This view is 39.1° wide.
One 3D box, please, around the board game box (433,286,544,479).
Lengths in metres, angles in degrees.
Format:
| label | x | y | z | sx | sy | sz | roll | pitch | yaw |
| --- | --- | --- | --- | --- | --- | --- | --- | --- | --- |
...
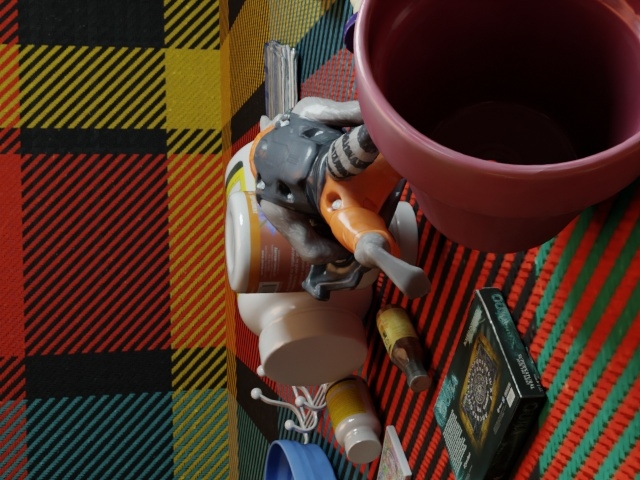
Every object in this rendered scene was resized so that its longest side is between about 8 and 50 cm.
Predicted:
| label | x | y | z | sx | sy | sz | roll | pitch | yaw |
| --- | --- | --- | --- | --- | --- | --- | --- | --- | --- |
| board game box | 0.152 | 0.152 | 0.842 | 0.126 | 0.026 | 0.186 | -104 | 17 | -45 |

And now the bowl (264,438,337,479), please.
| label | x | y | z | sx | sy | sz | roll | pitch | yaw |
| --- | --- | --- | --- | --- | --- | --- | --- | --- | --- |
| bowl | -0.023 | 0.533 | 1.520 | 0.391 | 0.077 | 0.391 | 178 | 90 | -76 |

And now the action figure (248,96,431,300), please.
| label | x | y | z | sx | sy | sz | roll | pitch | yaw |
| --- | --- | --- | --- | --- | --- | --- | --- | --- | --- |
| action figure | 0.037 | -0.109 | 0.878 | 0.330 | 0.178 | 0.341 | 10 | 82 | 59 |

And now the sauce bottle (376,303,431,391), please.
| label | x | y | z | sx | sy | sz | roll | pitch | yaw |
| --- | --- | --- | --- | --- | --- | --- | --- | --- | --- |
| sauce bottle | 0.097 | 0.124 | 1.046 | 0.128 | 0.042 | 0.042 | -109 | 22 | -58 |

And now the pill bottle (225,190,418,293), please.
| label | x | y | z | sx | sy | sz | roll | pitch | yaw |
| --- | --- | --- | --- | --- | --- | --- | --- | --- | --- |
| pill bottle | 0.000 | 0.000 | 1.070 | 0.121 | 0.216 | 0.121 | 179 | 90 | -77 |

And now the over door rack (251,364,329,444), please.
| label | x | y | z | sx | sy | sz | roll | pitch | yaw |
| --- | --- | --- | --- | --- | --- | --- | --- | --- | --- |
| over door rack | -0.066 | 0.193 | 1.634 | 0.239 | 0.108 | 0.324 | 111 | 155 | -57 |

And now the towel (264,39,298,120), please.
| label | x | y | z | sx | sy | sz | roll | pitch | yaw |
| --- | --- | --- | --- | --- | --- | --- | --- | --- | --- |
| towel | -0.080 | -0.298 | 1.823 | 0.285 | 0.034 | 0.209 | -125 | 34 | -71 |

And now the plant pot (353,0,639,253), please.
| label | x | y | z | sx | sy | sz | roll | pitch | yaw |
| --- | --- | --- | --- | --- | --- | --- | --- | --- | --- |
| plant pot | 0.126 | -0.086 | 0.604 | 0.180 | 0.201 | 0.201 | 78 | -176 | -65 |

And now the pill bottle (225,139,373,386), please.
| label | x | y | z | sx | sy | sz | roll | pitch | yaw |
| --- | --- | --- | --- | --- | --- | --- | --- | --- | --- |
| pill bottle | -0.030 | 0.025 | 1.271 | 0.188 | 0.188 | 0.334 | 106 | 160 | -52 |

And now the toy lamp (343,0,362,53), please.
| label | x | y | z | sx | sy | sz | roll | pitch | yaw |
| --- | --- | --- | --- | --- | --- | --- | --- | --- | --- |
| toy lamp | 0.043 | -0.363 | 1.172 | 0.080 | 0.080 | 0.274 | 107 | 155 | -55 |

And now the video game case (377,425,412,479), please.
| label | x | y | z | sx | sy | sz | roll | pitch | yaw |
| --- | --- | --- | --- | --- | --- | --- | --- | --- | --- |
| video game case | 0.092 | 0.312 | 1.157 | 0.087 | 0.011 | 0.122 | -111 | 23 | -56 |

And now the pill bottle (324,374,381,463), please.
| label | x | y | z | sx | sy | sz | roll | pitch | yaw |
| --- | --- | --- | --- | --- | --- | --- | --- | --- | --- |
| pill bottle | 0.047 | 0.244 | 1.229 | 0.116 | 0.065 | 0.065 | -109 | 21 | -53 |
